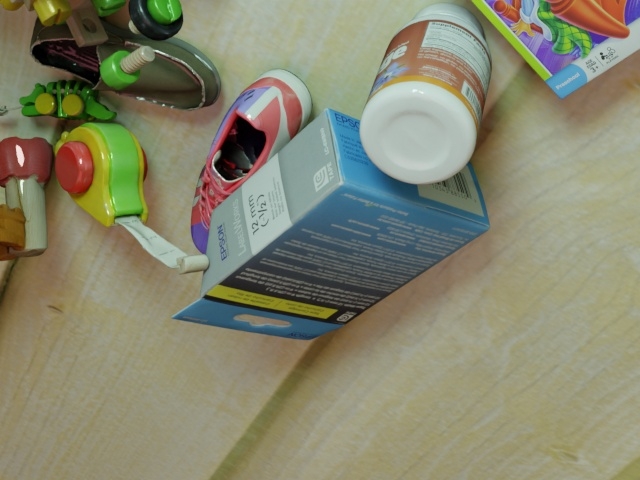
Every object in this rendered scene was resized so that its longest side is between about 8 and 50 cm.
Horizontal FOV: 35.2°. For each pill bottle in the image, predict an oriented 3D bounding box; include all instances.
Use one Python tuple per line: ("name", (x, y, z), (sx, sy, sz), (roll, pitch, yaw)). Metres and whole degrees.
("pill bottle", (0.120, -0.168, 1.094), (0.121, 0.216, 0.121), (9, 131, 10))

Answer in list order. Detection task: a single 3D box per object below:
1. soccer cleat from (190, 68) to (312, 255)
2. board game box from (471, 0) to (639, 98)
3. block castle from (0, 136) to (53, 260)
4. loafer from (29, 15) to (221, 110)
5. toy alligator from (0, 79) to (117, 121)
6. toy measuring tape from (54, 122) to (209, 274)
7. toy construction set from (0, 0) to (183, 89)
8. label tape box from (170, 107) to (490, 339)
("soccer cleat", (-0.116, -0.079, 1.299), (0.108, 0.116, 0.318), (38, 131, 7))
("board game box", (0.307, -0.326, 0.992), (0.233, 0.078, 0.347), (42, 129, -19))
("block castle", (-0.566, -0.093, 1.242), (0.303, 0.213, 0.453), (-12, 167, 16))
("loafer", (-0.249, -0.212, 1.259), (0.251, 0.087, 0.094), (17, 132, 3))
("toy alligator", (-0.358, -0.189, 1.343), (0.189, 0.056, 0.051), (5, 89, 16))
("toy measuring tape", (-0.249, -0.074, 1.304), (0.330, 0.121, 0.121), (33, 143, 38))
("toy construction set", (-0.294, -0.324, 1.088), (0.237, 0.257, 0.309), (-21, 120, 43))
("label tape box", (0.000, 0.000, 1.279), (0.249, 0.115, 0.347), (14, 143, -39))
